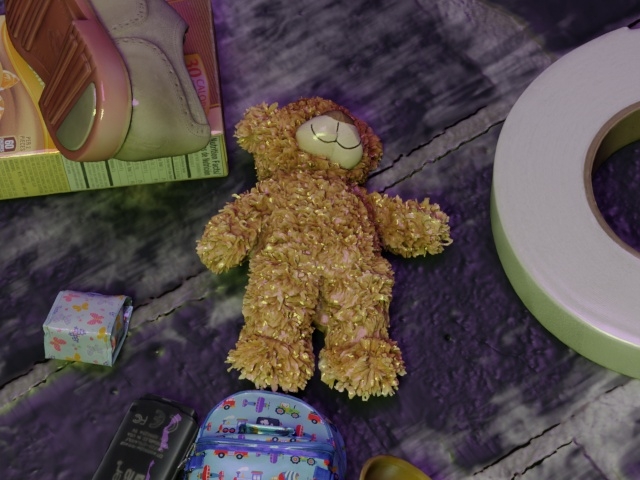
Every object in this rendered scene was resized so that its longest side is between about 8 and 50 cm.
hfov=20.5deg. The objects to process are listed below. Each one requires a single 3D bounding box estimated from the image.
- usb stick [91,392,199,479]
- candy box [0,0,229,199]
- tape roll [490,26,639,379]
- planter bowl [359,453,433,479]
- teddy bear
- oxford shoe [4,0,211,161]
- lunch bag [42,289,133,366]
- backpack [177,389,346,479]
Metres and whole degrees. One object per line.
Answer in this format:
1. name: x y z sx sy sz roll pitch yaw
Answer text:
1. usb stick: -0.196 0.268 1.628 0.077 0.045 0.278 16 62 19
2. candy box: -0.260 -0.146 1.838 0.316 0.087 0.183 -7 61 -1
3. tape roll: 0.363 -0.043 1.769 0.392 0.072 0.392 -1 61 2
4. planter bowl: 0.072 0.302 1.545 0.090 0.217 0.217 -37 61 20
5. teddy bear: 0.000 0.000 1.735 0.245 0.113 0.338 15 63 8
6. oxford shoe: -0.219 -0.220 1.778 0.146 0.140 0.397 6 47 -32
7. lunch bag: -0.225 0.081 1.729 0.071 0.053 0.083 6 36 6
8. backpack: -0.050 0.211 1.616 0.158 0.117 0.173 8 59 6
